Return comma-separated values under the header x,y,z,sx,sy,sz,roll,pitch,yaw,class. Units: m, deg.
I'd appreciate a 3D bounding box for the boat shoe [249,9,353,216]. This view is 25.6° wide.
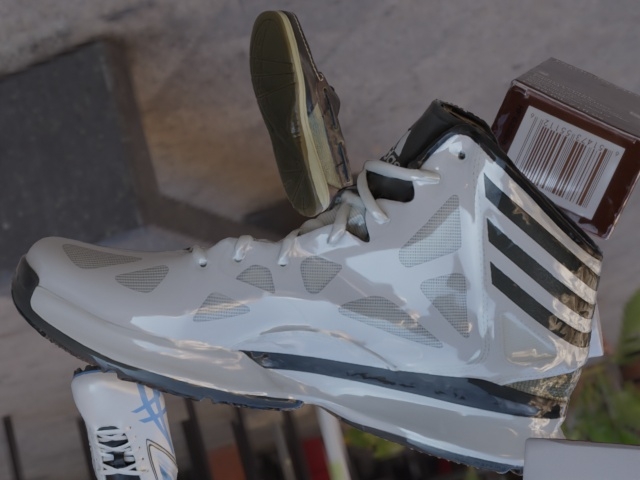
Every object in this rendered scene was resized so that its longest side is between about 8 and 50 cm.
x,y,z,sx,sy,sz,roll,pitch,yaw,class
-0.016,-0.140,1.506,0.073,0.223,0.080,-22,-165,-35,boat shoe

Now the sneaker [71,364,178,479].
x,y,z,sx,sy,sz,roll,pitch,yaw,class
-0.190,0.203,1.388,0.085,0.086,0.237,-4,140,6,sneaker

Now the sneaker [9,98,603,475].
x,y,z,sx,sy,sz,roll,pitch,yaw,class
0.000,0.000,1.087,0.447,0.257,0.169,14,-170,-1,sneaker

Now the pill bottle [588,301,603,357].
x,y,z,sx,sy,sz,roll,pitch,yaw,class
0.201,0.094,1.423,0.160,0.087,0.087,-8,168,13,pill bottle

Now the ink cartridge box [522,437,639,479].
x,y,z,sx,sy,sz,roll,pitch,yaw,class
0.280,0.184,0.733,0.272,0.130,0.309,1,170,28,ink cartridge box

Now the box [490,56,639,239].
x,y,z,sx,sy,sz,roll,pitch,yaw,class
0.336,-0.131,1.846,0.143,0.191,0.381,-67,171,16,box
